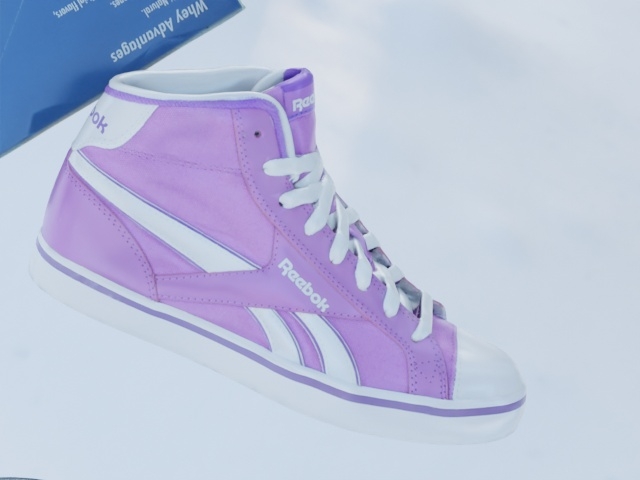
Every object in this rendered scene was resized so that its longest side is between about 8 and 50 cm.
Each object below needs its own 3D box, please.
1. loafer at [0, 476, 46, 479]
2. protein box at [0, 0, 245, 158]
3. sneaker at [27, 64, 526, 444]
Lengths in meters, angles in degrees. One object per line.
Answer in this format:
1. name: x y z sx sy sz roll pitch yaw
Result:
1. loafer: -0.204 0.142 0.708 0.267 0.096 0.084 -12 22 11
2. protein box: -0.188 -0.168 1.177 0.201 0.200 0.136 59 -9 -9
3. sneaker: 0.000 0.000 1.059 0.282 0.161 0.102 22 17 -8
